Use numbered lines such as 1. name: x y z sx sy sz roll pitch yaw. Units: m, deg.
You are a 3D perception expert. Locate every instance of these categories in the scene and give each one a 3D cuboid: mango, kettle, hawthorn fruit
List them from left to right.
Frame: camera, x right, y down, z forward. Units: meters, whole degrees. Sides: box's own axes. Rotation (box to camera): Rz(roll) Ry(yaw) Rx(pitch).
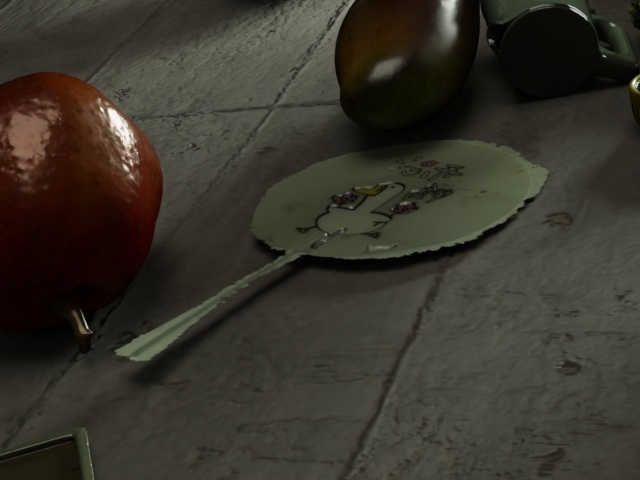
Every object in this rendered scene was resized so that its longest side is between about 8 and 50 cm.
1. hawthorn fruit: -0.204 -0.009 1.207 0.196 0.196 0.225 -17 53 -9
2. mango: 0.075 -0.172 1.457 0.133 0.111 0.267 -7 32 20
3. kettle: 0.209 -0.189 1.477 0.098 0.127 0.148 -40 22 18

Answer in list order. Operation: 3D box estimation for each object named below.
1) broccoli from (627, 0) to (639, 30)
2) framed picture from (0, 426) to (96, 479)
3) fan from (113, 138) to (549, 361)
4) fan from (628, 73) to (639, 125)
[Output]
1. broccoli: 0.319 -0.224 1.481 0.097 0.092 0.095 -3 34 -23
2. framed picture: -0.199 0.184 0.956 0.150 0.015 0.203 -16 26 -7
3. fan: 0.000 0.001 1.246 0.233 0.012 0.415 12 32 44
4. fan: 0.297 -0.129 1.351 0.082 0.039 0.155 -8 24 10
